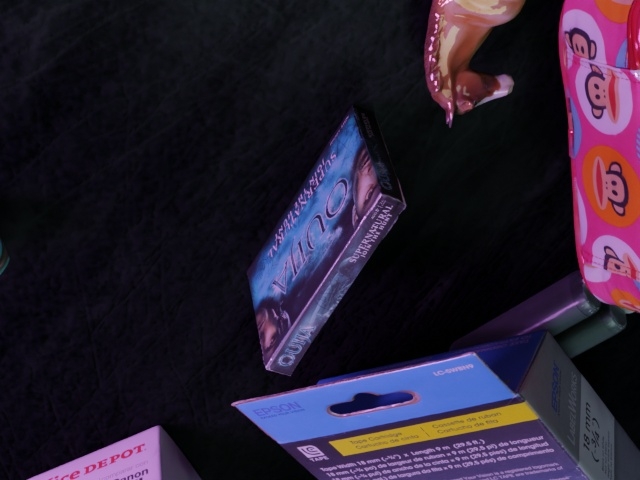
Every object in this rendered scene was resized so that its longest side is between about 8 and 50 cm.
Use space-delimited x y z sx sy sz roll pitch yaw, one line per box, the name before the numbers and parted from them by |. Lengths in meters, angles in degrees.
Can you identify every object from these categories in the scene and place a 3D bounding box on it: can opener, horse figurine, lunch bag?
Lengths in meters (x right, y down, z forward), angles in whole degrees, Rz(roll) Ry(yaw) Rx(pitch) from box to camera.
can opener | 0.236 0.050 1.122 0.074 0.093 0.280 34 123 -29
horse figurine | 0.126 -0.226 0.889 0.175 0.066 0.263 -24 129 1
lunch bag | 0.315 -0.094 0.948 0.258 0.120 0.293 -21 115 -23

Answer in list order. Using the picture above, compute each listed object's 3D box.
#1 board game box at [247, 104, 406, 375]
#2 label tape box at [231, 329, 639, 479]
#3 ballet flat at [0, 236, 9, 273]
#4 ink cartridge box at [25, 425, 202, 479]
board game box | 0.000 0.000 1.000 0.026 0.126 0.186 19 121 -24
label tape box | 0.119 0.173 1.123 0.241 0.105 0.333 -16 133 31
ballet flat | -0.369 0.018 0.980 0.247 0.083 0.087 0 152 -11
ink cartridge box | -0.193 0.304 1.128 0.172 0.237 0.100 -23 126 7
